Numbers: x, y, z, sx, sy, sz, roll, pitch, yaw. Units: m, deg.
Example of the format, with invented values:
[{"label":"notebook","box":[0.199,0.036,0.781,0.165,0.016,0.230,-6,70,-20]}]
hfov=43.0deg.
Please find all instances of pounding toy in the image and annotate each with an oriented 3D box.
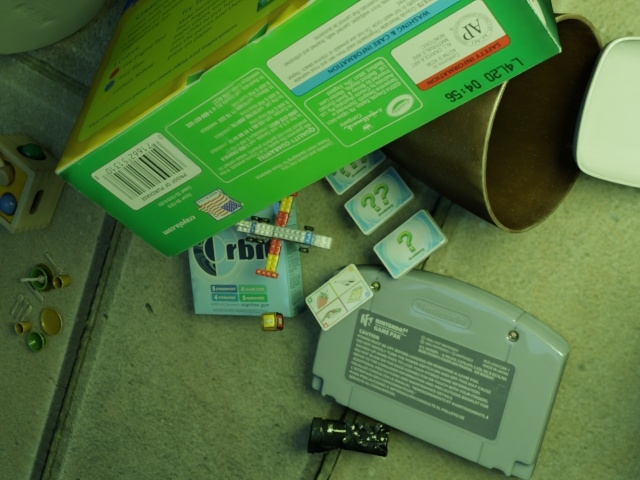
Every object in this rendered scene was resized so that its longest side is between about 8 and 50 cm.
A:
[{"label":"pounding toy","box":[-0.472,-0.105,1.235,0.130,0.100,0.141,36,114,18]}]

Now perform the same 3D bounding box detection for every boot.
[{"label":"boot","box":[0.035,0.254,1.042,0.099,0.121,0.045,8,68,-1]}]

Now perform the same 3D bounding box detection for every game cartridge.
[{"label":"game cartridge","box":[0.136,0.141,0.973,0.294,0.060,0.195,19,111,24]}]

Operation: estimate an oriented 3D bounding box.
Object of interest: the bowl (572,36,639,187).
[{"label":"bowl","box":[0.322,-0.126,0.801,0.142,0.053,0.142,10,107,-5]}]

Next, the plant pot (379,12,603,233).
[{"label":"plant pot","box":[0.139,-0.144,0.853,0.230,0.215,0.215,24,110,39]}]

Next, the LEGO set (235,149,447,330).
[{"label":"LEGO set","box":[0.000,0.000,0.972,0.244,0.060,0.182,-38,68,12]}]

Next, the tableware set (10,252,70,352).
[{"label":"tableware set","box":[-0.449,0.104,1.304,0.104,0.024,0.154,46,116,14]}]

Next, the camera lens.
[{"label":"camera lens","box":[-0.435,-0.419,1.091,0.219,0.219,0.274,-29,85,30]}]

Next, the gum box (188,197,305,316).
[{"label":"gum box","box":[-0.105,0.008,1.088,0.157,0.041,0.184,-1,97,29]}]

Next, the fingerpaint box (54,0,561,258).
[{"label":"fingerpaint box","box":[-0.016,-0.235,0.812,0.445,0.371,0.163,-26,129,29]}]
